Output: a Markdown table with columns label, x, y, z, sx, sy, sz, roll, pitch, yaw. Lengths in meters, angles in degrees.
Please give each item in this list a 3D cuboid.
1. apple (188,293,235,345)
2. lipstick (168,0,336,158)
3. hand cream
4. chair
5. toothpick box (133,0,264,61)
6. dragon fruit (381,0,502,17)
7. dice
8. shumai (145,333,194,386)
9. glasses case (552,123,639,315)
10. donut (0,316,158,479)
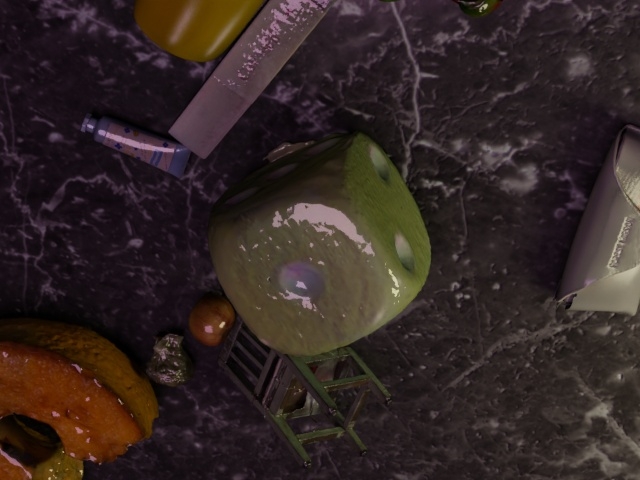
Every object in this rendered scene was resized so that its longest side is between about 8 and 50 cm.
| label | x | y | z | sx | sy | sz | roll | pitch | yaw |
| --- | --- | --- | --- | --- | --- | --- | --- | --- | --- |
| apple | -0.179 | 0.129 | 2.047 | 0.071 | 0.084 | 0.084 | 27 | 121 | 9 |
| lipstick | -0.083 | -0.274 | 1.806 | 0.076 | 0.080 | 0.371 | 37 | 119 | -10 |
| hand cream | -0.285 | -0.152 | 1.940 | 0.170 | 0.043 | 0.065 | 21 | 126 | -5 |
| chair | -0.027 | 0.228 | 2.059 | 0.270 | 0.147 | 0.136 | 46 | 127 | 37 |
| toothpick box | -0.144 | -0.377 | 1.710 | 0.175 | 0.175 | 0.271 | 32 | 123 | -7 |
| dragon fruit | 0.176 | -0.429 | 1.634 | 0.295 | 0.130 | 0.268 | -36 | 106 | 26 |
| dice | 0.000 | 0.000 | 1.841 | 0.252 | 0.250 | 0.254 | -23 | 111 | 22 |
| shumai | -0.247 | 0.193 | 2.106 | 0.083 | 0.082 | 0.080 | 8 | 121 | -17 |
| glasses case | 0.442 | -0.009 | 1.838 | 0.128 | 0.083 | 0.308 | 15 | 121 | 4 |
| donut | -0.498 | 0.289 | 2.164 | 0.377 | 0.163 | 0.435 | 45 | 120 | -12 |
